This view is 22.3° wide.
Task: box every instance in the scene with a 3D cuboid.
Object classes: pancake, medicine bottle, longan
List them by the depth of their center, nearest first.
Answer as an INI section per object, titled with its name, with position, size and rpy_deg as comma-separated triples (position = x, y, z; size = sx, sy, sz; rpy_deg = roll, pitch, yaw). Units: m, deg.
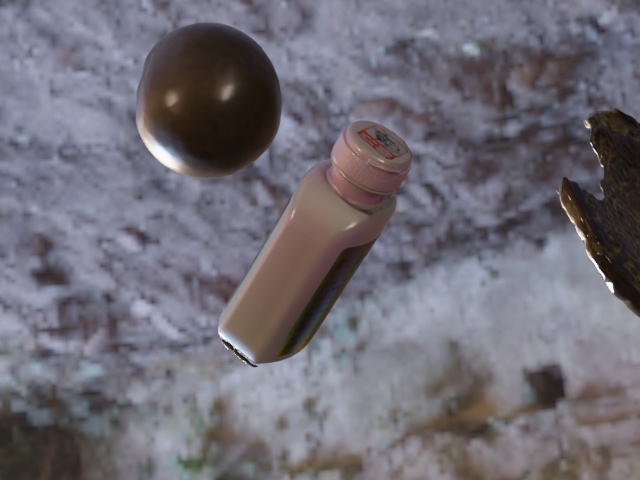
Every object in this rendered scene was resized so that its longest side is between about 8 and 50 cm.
[medicine bottle]
position = 0.000, 0.000, 1.364
size = 0.115, 0.078, 0.219
rpy_deg = -32, 158, -56
[pancake]
position = 0.339, -0.023, 1.724
size = 0.286, 0.288, 0.033
rpy_deg = 16, 139, -41
[longan]
position = -0.122, -0.151, 1.745
size = 0.167, 0.187, 0.167
rpy_deg = -15, 126, -21
